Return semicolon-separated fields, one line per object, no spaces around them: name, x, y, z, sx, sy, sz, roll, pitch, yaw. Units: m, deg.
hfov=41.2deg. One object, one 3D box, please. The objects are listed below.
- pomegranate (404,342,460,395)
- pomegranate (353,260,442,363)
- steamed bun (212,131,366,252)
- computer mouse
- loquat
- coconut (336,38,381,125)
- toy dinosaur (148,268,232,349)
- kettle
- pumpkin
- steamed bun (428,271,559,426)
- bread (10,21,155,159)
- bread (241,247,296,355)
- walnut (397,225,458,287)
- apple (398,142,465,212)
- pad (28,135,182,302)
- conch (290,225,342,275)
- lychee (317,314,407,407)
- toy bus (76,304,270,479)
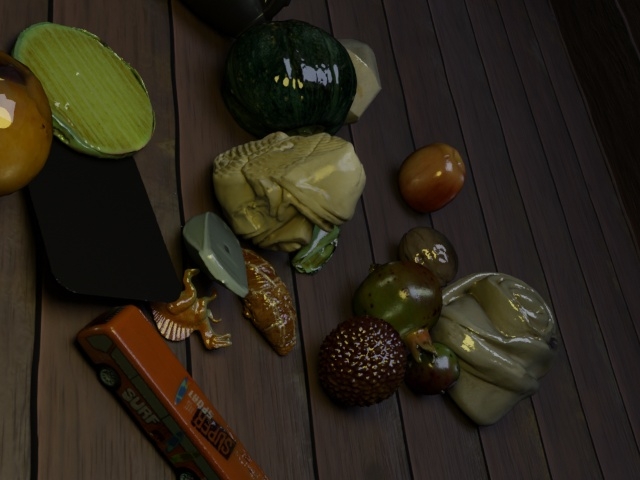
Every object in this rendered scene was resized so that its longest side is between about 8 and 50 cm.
pomegranate;0.234;0.274;1.907;0.159;0.129;0.129;39;32;15
pomegranate;0.175;0.152;1.845;0.198;0.198;0.246;35;24;-29
steamed bun;-0.054;-0.092;1.695;0.276;0.289;0.203;-103;178;-63
computer mouse;-0.196;0.029;1.559;0.128;0.079;0.231;48;9;-24
loquat;-0.511;-0.172;1.247;0.235;0.235;0.235;30;44;-34
coconut;0.047;-0.394;2.075;0.202;0.202;0.222;37;80;-27
toy dinosaur;-0.259;0.121;1.495;0.212;0.057;0.142;3;78;-28
kettle;-0.201;-0.594;1.898;0.290;0.268;0.207;50;42;-13
pumpkin;-0.058;-0.361;1.851;0.293;0.197;0.263;0;79;-16
steamed bun;0.435;0.227;2.066;0.342;0.255;0.368;54;34;-2
bread;-0.433;-0.277;1.571;0.301;0.045;0.301;32;40;-32
bread;-0.104;0.110;1.658;0.105;0.076;0.233;-15;74;-55
walnut;0.262;0.044;2.088;0.162;0.140;0.140;51;35;1
apple;0.300;-0.171;2.260;0.199;0.199;0.199;30;44;-34
pad;-0.371;-0.031;1.477;0.315;0.063;0.375;11;44;-44
conch;-0.003;-0.002;1.864;0.095;0.079;0.200;50;51;-33
lychee;0.080;0.242;1.699;0.188;0.188;0.188;30;44;-34
toy bus;-0.229;0.283;1.363;0.409;0.092;0.093;54;33;-8
